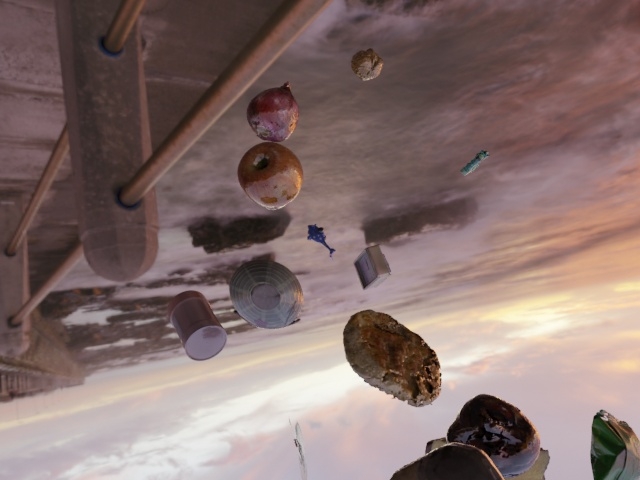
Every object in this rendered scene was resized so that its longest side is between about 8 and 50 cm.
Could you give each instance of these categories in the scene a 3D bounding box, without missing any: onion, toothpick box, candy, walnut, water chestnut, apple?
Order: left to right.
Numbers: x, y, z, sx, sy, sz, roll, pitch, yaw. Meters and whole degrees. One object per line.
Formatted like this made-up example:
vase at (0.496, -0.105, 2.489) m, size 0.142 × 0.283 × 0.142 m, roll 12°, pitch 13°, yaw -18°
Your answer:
toothpick box at (-0.286, 0.194, 1.106) m, size 0.098 × 0.098 × 0.149 m, roll -4°, pitch -152°, yaw -32°
apple at (-0.162, -0.212, 1.565) m, size 0.211 × 0.211 × 0.188 m, roll -13°, pitch 161°, yaw 12°
onion at (-0.131, -0.397, 1.445) m, size 0.160 × 0.194 × 0.159 m, roll 24°, pitch 163°, yaw 8°
walnut at (0.123, -0.465, 1.267) m, size 0.079 × 0.082 × 0.096 m, roll 9°, pitch -154°, yaw -17°
water chestnut at (0.565, 0.650, 1.574) m, size 0.289 × 0.289 × 0.244 m, roll -18°, pitch 175°, yaw 32°
candy at (0.717, 0.525, 1.163) m, size 0.141 × 0.203 × 0.078 m, roll 16°, pitch 157°, yaw -9°

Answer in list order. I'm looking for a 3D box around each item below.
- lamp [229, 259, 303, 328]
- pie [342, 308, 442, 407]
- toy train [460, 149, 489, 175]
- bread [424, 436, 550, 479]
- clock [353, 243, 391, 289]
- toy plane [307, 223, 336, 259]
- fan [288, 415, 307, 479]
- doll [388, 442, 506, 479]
lamp at (-0.179, 0.183, 1.631) m, size 0.265 × 0.233 × 0.233 m, roll 17°, pitch 167°, yaw -1°
pie at (0.164, 0.263, 1.099) m, size 0.274 × 0.274 × 0.055 m, roll 2°, pitch 127°, yaw -46°
toy train at (0.421, -0.214, 1.308) m, size 0.045 × 0.029 × 0.092 m, roll -33°, pitch 170°, yaw -29°
bread at (0.578, 0.888, 1.742) m, size 0.242 × 0.345 × 0.405 m, roll 1°, pitch 177°, yaw -33°
clock at (0.218, 0.116, 2.060) m, size 0.071 × 0.146 × 0.192 m, roll -13°, pitch 162°, yaw -20°
toy plane at (0.000, 0.000, 1.625) m, size 0.062 × 0.167 × 0.054 m, roll -34°, pitch 143°, yaw -13°
fan at (-0.098, 0.810, 1.920) m, size 0.012 × 0.233 × 0.415 m, roll -3°, pitch -177°, yaw -13°
doll at (0.246, 0.623, 0.951) m, size 0.382 × 0.378 × 0.252 m, roll -24°, pitch 141°, yaw 32°
